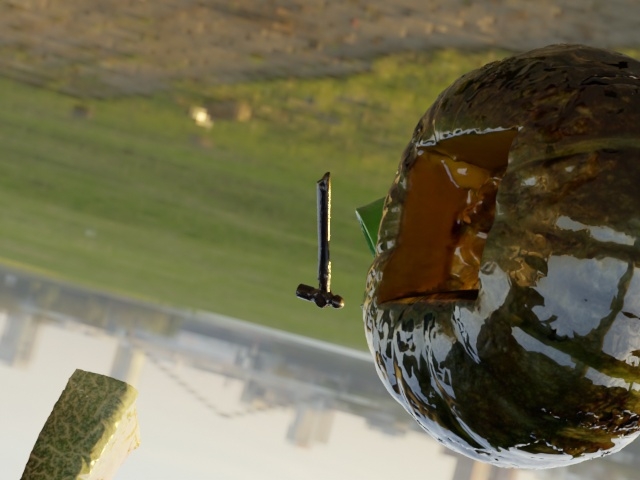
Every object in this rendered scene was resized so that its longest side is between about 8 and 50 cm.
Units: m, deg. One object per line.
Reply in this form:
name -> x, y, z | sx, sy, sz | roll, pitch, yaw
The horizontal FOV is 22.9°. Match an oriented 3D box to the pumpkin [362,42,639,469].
pumpkin -> 0.161, 0.010, 1.132 | 0.192, 0.320, 0.320 | 17, 175, -30

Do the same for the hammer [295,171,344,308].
hammer -> 0.000, 0.000, 1.943 | 0.065, 0.178, 0.021 | 12, -155, 27

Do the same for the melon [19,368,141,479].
melon -> -0.198, 0.195, 1.223 | 0.054, 0.182, 0.098 | 16, 142, 19

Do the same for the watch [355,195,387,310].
watch -> 0.091, 0.018, 1.870 | 0.131, 0.152, 0.165 | -24, -167, 2
